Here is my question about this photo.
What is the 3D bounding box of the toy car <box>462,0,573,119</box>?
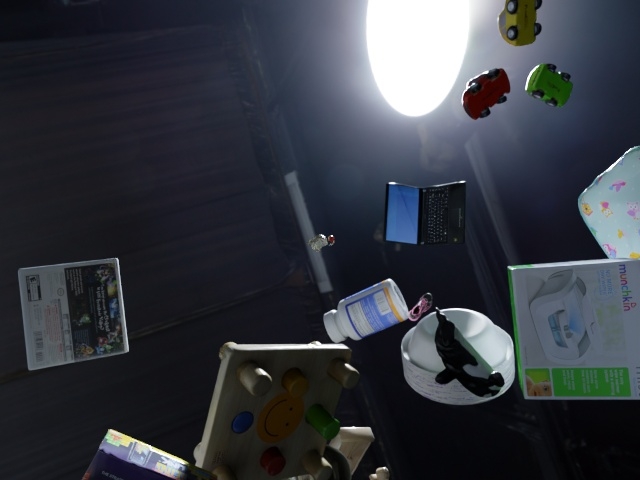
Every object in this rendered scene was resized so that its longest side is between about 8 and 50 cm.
[{"bbox_3d":[0.373,-0.309,0.871,0.053,0.225,0.239,40,-71,60],"label":"toy car"}]

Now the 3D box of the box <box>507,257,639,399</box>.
[{"bbox_3d":[0.514,0.174,0.952,0.127,0.231,0.262,1,84,-71],"label":"box"}]

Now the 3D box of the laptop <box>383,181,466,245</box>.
[{"bbox_3d":[0.384,-0.105,1.746,0.264,0.136,0.234,-5,-104,40],"label":"laptop"}]

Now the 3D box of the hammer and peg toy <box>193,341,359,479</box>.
[{"bbox_3d":[-0.092,0.349,0.808,0.127,0.266,0.361,24,-80,51],"label":"hammer and peg toy"}]

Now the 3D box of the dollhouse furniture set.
[{"bbox_3d":[0.100,0.716,1.298,0.355,0.303,0.174,-116,-139,-55],"label":"dollhouse furniture set"}]

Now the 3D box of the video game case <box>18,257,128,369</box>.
[{"bbox_3d":[-0.476,0.139,0.918,0.022,0.173,0.190,165,-82,-67],"label":"video game case"}]

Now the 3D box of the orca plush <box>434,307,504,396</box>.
[{"bbox_3d":[0.282,0.263,0.964,0.151,0.102,0.287,42,-4,41],"label":"orca plush"}]

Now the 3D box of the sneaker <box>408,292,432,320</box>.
[{"bbox_3d":[0.356,0.230,1.667,0.047,0.119,0.057,36,-17,22],"label":"sneaker"}]

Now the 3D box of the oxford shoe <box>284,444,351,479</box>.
[{"bbox_3d":[-0.080,0.568,1.065,0.130,0.449,0.169,-31,-111,32],"label":"oxford shoe"}]

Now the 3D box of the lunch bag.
[{"bbox_3d":[0.719,-0.071,1.049,0.279,0.108,0.224,92,-25,-66],"label":"lunch bag"}]

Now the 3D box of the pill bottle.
[{"bbox_3d":[0.154,0.254,1.645,0.152,0.272,0.152,56,17,-26],"label":"pill bottle"}]

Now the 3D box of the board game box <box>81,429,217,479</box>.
[{"bbox_3d":[-0.254,0.365,0.663,0.141,0.170,0.048,-60,-169,11],"label":"board game box"}]

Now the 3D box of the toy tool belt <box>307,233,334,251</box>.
[{"bbox_3d":[0.000,0.000,1.576,0.051,0.083,0.052,38,-31,63],"label":"toy tool belt"}]

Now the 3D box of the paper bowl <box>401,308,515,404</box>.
[{"bbox_3d":[0.353,0.282,1.236,0.284,0.284,0.148,-150,-134,-63],"label":"paper bowl"}]
